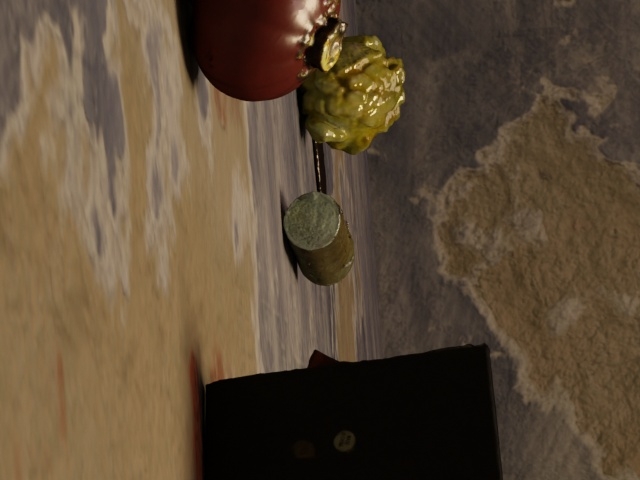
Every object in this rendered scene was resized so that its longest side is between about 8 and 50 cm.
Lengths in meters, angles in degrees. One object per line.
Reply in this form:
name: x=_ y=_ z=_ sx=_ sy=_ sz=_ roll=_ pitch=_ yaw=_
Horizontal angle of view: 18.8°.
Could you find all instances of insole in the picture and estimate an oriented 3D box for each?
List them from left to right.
insole: x=-0.010 y=-0.186 z=1.997 sx=0.111 sy=0.007 sz=0.328 roll=-51 pitch=136 yaw=-82

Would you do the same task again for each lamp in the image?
lamp: x=-0.029 y=-0.126 z=1.064 sx=0.101 sy=0.090 sz=0.101 roll=-57 pitch=165 yaw=-23

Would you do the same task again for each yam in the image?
yam: x=0.000 y=0.000 z=1.596 sx=0.132 sy=0.054 sz=0.054 roll=70 pitch=16 yaw=-74

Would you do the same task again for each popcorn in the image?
popcorn: x=0.032 y=-0.140 z=1.846 sx=0.121 sy=0.106 sz=0.116 roll=71 pitch=5 yaw=-74

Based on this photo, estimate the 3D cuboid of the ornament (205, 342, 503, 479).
ornament: x=0.034 y=0.167 z=1.035 sx=0.196 sy=0.153 sz=0.166 roll=68 pitch=18 yaw=-57
